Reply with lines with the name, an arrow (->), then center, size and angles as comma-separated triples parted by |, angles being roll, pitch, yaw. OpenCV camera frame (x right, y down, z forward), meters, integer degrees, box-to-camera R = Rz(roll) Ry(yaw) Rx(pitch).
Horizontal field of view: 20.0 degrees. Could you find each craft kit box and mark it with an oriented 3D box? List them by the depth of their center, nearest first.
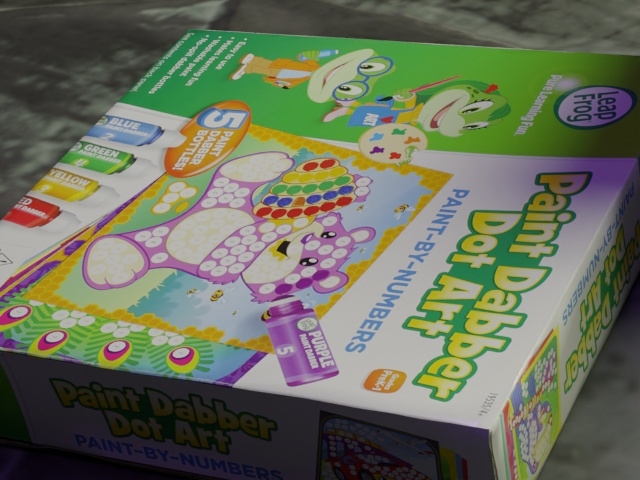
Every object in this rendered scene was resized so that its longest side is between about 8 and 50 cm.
craft kit box -> 0.000, 0.000, 0.729 | 0.247, 0.061, 0.250 | 9, 38, 23
